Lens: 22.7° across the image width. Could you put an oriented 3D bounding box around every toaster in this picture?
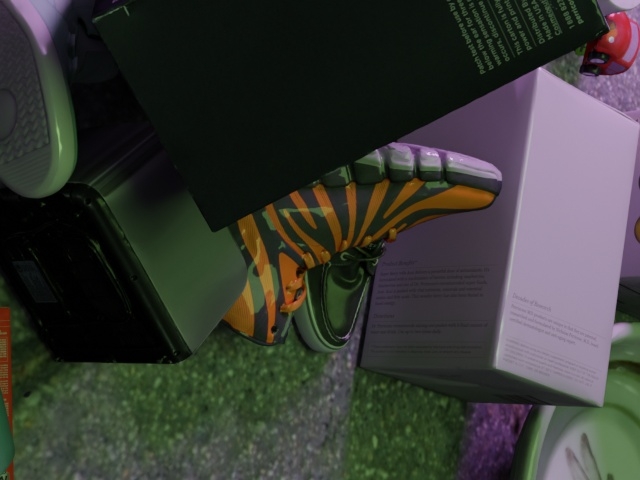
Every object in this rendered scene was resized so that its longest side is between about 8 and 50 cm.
[{"bbox_3d":[-0.171,0.000,1.243,0.110,0.168,0.186,-46,119,-38],"label":"toaster"}]

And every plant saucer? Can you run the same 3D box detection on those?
[{"bbox_3d":[0.308,0.288,1.720,0.400,0.100,0.400,5,83,-44],"label":"plant saucer"}]

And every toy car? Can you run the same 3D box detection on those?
[{"bbox_3d":[0.301,-0.203,1.722,0.239,0.053,0.225,102,1,-47],"label":"toy car"}]

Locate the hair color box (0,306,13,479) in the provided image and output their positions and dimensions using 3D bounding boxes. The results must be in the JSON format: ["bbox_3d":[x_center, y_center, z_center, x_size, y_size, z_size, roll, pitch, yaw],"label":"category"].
[{"bbox_3d":[-0.268,0.121,1.205,0.043,0.072,0.141,1,87,-43],"label":"hair color box"}]

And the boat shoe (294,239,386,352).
[{"bbox_3d":[0.029,-0.009,1.493,0.080,0.076,0.228,19,74,-41],"label":"boat shoe"}]

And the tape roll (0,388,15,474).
[{"bbox_3d":[-0.348,0.133,0.956,0.321,0.321,0.077,-19,100,-43],"label":"tape roll"}]

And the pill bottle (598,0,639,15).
[{"bbox_3d":[0.209,-0.254,1.580,0.124,0.221,0.124,3,85,-44],"label":"pill bottle"}]

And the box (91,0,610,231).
[{"bbox_3d":[0.010,-0.200,1.217,0.179,0.312,0.343,62,6,-20],"label":"box"}]

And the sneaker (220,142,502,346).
[{"bbox_3d":[0.000,0.000,1.405,0.321,0.124,0.180,1,96,-11],"label":"sneaker"}]

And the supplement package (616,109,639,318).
[{"bbox_3d":[0.431,-0.028,1.746,0.198,0.262,0.199,21,72,-41],"label":"supplement package"}]

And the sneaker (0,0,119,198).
[{"bbox_3d":[-0.194,-0.131,1.217,0.151,0.094,0.256,16,43,-46],"label":"sneaker"}]

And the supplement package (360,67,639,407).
[{"bbox_3d":[0.179,0.002,1.564,0.175,0.177,0.293,21,74,-41],"label":"supplement package"}]
